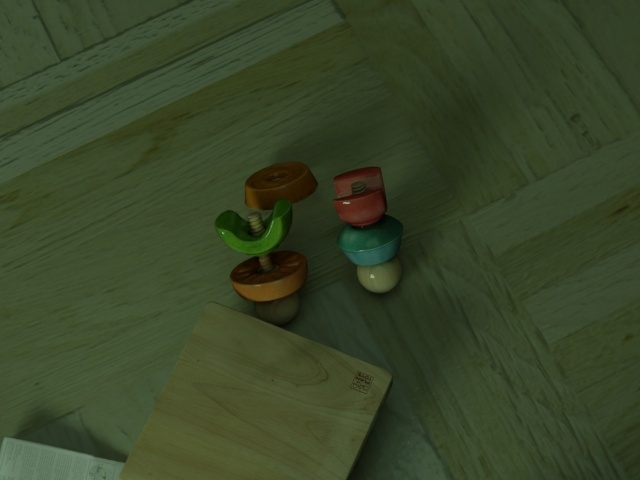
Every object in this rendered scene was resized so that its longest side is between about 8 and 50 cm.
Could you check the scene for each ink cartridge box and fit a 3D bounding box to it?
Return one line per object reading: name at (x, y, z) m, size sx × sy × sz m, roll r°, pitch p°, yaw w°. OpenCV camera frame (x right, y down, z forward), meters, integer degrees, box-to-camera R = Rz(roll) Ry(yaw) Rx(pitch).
ink cartridge box at (-0.329, 0.334, 1.929) m, size 0.179 × 0.045 × 0.145 m, roll 14°, pitch 66°, yaw -8°

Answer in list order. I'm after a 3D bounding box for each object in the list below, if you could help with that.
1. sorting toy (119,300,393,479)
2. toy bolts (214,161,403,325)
sorting toy at (-0.074, 0.243, 1.907) m, size 0.257 × 0.089 × 0.255 m, roll 21°, pitch 69°, yaw 14°
toy bolts at (0.000, 0.000, 2.016) m, size 0.228 × 0.158 × 0.218 m, roll -10°, pitch 24°, yaw 12°
